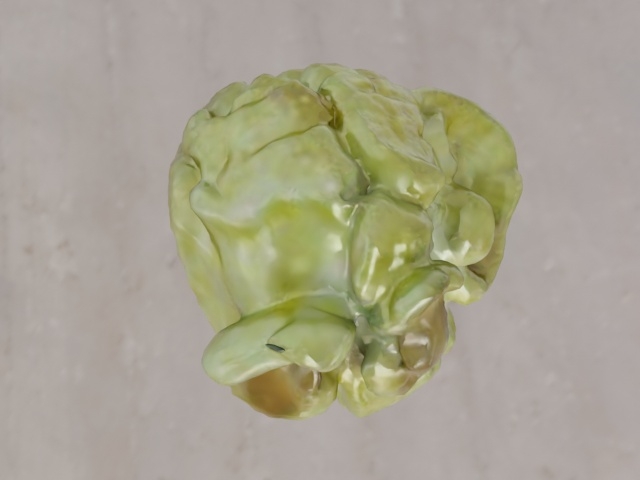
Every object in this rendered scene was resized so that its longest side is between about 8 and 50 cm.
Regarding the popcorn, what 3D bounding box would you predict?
[{"bbox_3d":[0.000,0.000,0.766,0.135,0.141,0.162,37,66,1],"label":"popcorn"}]
